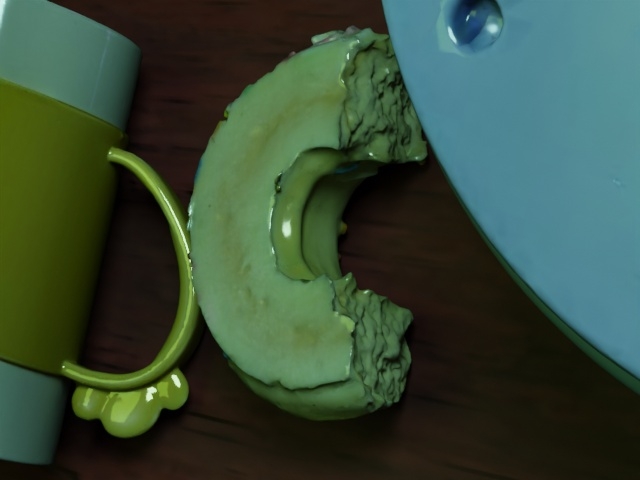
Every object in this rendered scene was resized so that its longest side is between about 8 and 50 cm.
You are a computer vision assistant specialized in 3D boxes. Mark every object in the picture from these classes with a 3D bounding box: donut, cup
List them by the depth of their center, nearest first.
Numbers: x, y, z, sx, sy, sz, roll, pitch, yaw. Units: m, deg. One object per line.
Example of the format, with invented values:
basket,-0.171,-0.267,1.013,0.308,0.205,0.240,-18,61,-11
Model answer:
donut,-0.003,-0.002,0.816,0.108,0.065,0.166,-9,75,43
cup,-0.162,-0.003,0.918,0.241,0.185,0.226,16,86,11

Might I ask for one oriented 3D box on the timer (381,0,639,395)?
timer,0.196,-0.090,0.557,0.395,0.173,0.395,4,97,34
